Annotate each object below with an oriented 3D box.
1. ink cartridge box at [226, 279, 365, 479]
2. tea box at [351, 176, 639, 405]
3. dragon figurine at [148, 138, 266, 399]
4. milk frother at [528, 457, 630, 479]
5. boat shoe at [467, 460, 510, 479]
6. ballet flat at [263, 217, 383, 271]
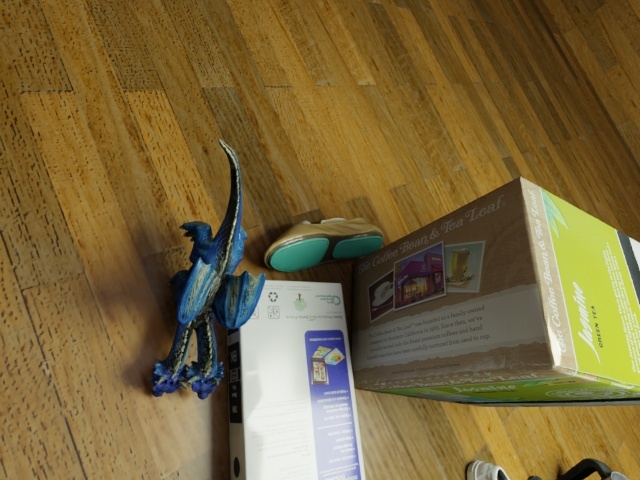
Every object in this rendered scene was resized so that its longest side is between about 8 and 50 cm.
[{"bbox_3d":[-0.033,0.218,0.520,0.165,0.065,0.333,8,64,-31],"label":"ink cartridge box"},{"bbox_3d":[0.264,0.118,0.595,0.323,0.329,0.220,19,61,-25],"label":"tea box"},{"bbox_3d":[-0.119,0.047,0.451,0.085,0.289,0.144,15,24,-30],"label":"dragon figurine"},{"bbox_3d":[0.461,0.458,0.700,0.143,0.135,0.129,18,30,-30],"label":"milk frother"},{"bbox_3d":[0.311,0.448,0.649,0.066,0.063,0.184,-16,79,-38],"label":"boat shoe"},{"bbox_3d":[0.000,0.000,0.647,0.232,0.080,0.073,-4,44,-38],"label":"ballet flat"}]
